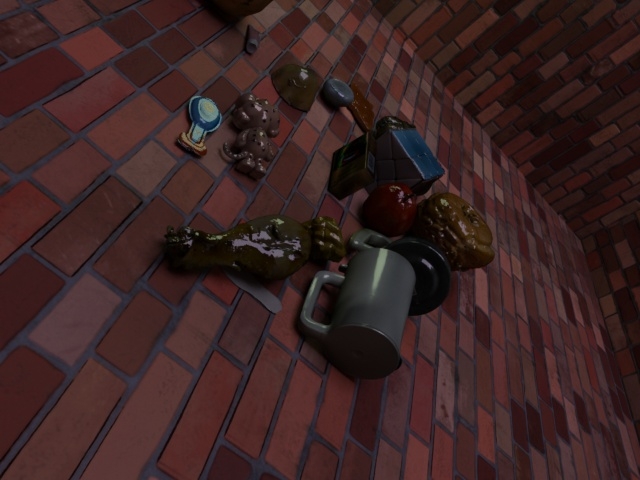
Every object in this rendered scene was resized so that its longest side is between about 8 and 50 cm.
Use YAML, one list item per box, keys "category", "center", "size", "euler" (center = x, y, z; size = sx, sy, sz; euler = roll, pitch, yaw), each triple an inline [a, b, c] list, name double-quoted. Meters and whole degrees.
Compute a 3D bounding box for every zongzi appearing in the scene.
- category: "zongzi"
  center: [0.358, -0.399, 2.290]
  size: [0.251, 0.125, 0.274]
  euler: [5, 62, -50]

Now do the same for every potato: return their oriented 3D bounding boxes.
- category: "potato"
  center: [-0.069, -0.582, 1.942]
  size: [0.202, 0.117, 0.182]
  euler: [6, 53, -47]

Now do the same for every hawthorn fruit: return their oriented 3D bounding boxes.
- category: "hawthorn fruit"
  center: [0.256, -0.114, 1.813]
  size: [0.197, 0.225, 0.196]
  euler: [10, 65, -22]

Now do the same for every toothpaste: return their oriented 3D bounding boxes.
- category: "toothpaste"
  center: [-0.245, -0.743, 1.941]
  size: [0.067, 0.043, 0.194]
  euler: [32, 33, -25]

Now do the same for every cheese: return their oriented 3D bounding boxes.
- category: "cheese"
  center: [-0.331, -0.323, 1.462]
  size: [0.106, 0.037, 0.256]
  euler: [34, 40, -25]

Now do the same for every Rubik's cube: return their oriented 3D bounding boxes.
- category: "Rubik's cube"
  center: [0.295, -0.273, 2.007]
  size: [0.231, 0.221, 0.225]
  euler: [58, 34, 6]

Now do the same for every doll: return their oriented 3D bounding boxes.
- category: "doll"
  center: [-0.197, -0.312, 1.557]
  size: [0.154, 0.119, 0.278]
  euler: [31, 49, -29]

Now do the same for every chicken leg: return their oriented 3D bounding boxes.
- category: "chicken leg"
  center: [-0.183, 0.014, 1.255]
  size: [0.429, 0.152, 0.201]
  euler: [-1, 43, -44]

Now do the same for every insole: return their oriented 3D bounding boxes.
- category: "insole"
  center: [-0.168, 0.111, 1.297]
  size: [0.197, 0.004, 0.065]
  euler: [42, 35, -17]

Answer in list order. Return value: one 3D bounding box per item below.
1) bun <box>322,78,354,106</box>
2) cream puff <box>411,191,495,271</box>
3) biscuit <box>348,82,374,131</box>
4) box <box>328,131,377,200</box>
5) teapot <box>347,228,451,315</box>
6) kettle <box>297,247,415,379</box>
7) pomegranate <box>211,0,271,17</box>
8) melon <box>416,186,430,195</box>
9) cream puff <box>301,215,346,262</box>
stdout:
- category: "bun"
  center: [0.067, -0.591, 2.144]
  size: [0.141, 0.083, 0.140]
  euler: [25, 38, -22]
- category: "cream puff"
  center: [0.490, -0.019, 2.007]
  size: [0.343, 0.231, 0.327]
  euler: [55, 28, 14]
- category: "biscuit"
  center: [0.173, -0.576, 2.293]
  size: [0.183, 0.043, 0.280]
  euler: [13, 55, -40]
- category: "box"
  center: [0.116, -0.261, 1.840]
  size: [0.071, 0.159, 0.240]
  euler: [44, 33, -28]
- category: "teapot"
  center: [0.253, 0.090, 1.696]
  size: [0.239, 0.322, 0.239]
  euler: [-50, 142, -71]
- category: "kettle"
  center: [0.115, 0.172, 1.413]
  size: [0.265, 0.205, 0.318]
  euler: [45, 37, -17]
- category: "pomegranate"
  center: [-0.288, -0.950, 1.837]
  size: [0.333, 0.332, 0.332]
  euler: [31, 40, -30]
- category: "melon"
  center: [0.412, -0.245, 2.219]
  size: [0.114, 0.114, 0.167]
  euler: [52, 34, -3]
- category: "cream puff"
  center: [0.000, 0.000, 1.509]
  size: [0.116, 0.146, 0.146]
  euler: [-15, 67, -13]
